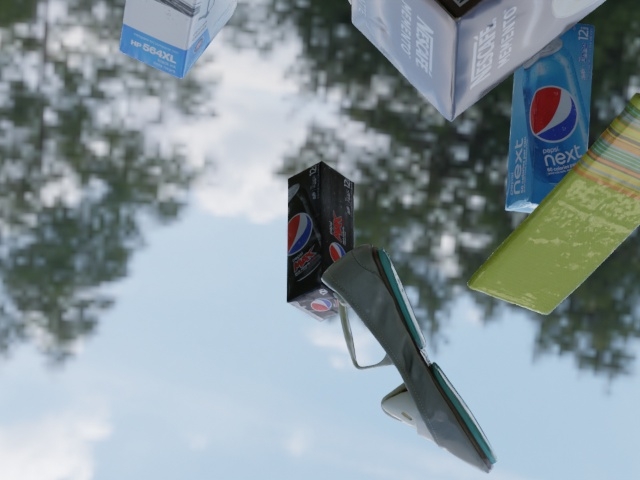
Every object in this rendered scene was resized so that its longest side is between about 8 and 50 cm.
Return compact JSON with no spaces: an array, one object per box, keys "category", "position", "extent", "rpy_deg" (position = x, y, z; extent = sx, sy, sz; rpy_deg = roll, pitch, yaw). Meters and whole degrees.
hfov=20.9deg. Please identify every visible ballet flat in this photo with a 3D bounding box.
[{"category":"ballet flat","position":[0.068,0.106,1.418],"extent":[0.068,0.213,0.072],"rpy_deg":[-29,173,7]}]

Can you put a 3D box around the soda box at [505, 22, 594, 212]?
[{"category":"soda box","position":[0.255,-0.136,1.929],"extent":[0.067,0.210,0.071],"rpy_deg":[6,173,-17]}]

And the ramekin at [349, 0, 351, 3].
[{"category":"ramekin","position":[0.119,-0.295,1.427],"extent":[0.127,0.273,0.273],"rpy_deg":[-6,-165,-27]}]

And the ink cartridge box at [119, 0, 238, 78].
[{"category":"ink cartridge box","position":[-0.142,-0.304,1.892],"extent":[0.086,0.203,0.148],"rpy_deg":[26,-131,8]}]

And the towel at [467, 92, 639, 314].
[{"category":"towel","position":[0.234,-0.029,1.506],"extent":[0.102,0.237,0.021],"rpy_deg":[21,-146,-32]}]

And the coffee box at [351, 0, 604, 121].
[{"category":"coffee box","position":[0.141,-0.202,1.047],"extent":[0.098,0.246,0.141],"rpy_deg":[48,169,18]}]

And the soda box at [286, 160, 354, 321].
[{"category":"soda box","position":[0.000,0.000,1.906],"extent":[0.053,0.169,0.060],"rpy_deg":[-27,137,33]}]
